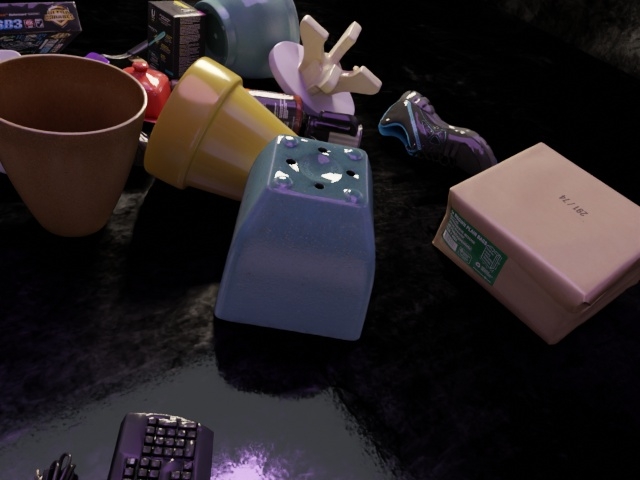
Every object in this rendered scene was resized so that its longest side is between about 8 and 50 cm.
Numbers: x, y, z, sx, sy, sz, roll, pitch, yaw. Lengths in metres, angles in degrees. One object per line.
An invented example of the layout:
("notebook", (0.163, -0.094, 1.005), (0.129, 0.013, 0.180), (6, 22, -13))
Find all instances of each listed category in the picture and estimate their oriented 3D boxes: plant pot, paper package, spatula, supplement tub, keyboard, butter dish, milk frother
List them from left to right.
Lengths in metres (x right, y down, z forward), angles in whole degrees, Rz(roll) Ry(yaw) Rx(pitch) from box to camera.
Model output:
("plant pot", (-0.413, -0.135, 0.864), (0.237, 0.254, 0.237), (10, 41, -9))
("keyboard", (-0.226, 0.332, 0.560), (0.202, 0.033, 0.317), (6, 40, -11))
("spatula", (-0.531, -0.498, 1.391), (0.084, 0.030, 0.296), (32, 52, 23))
("butter dish", (-0.427, -0.367, 1.239), (0.160, 0.118, 0.160), (12, 39, -6))
("plant pot", (-0.179, -0.190, 1.034), (0.239, 0.254, 0.254), (28, 39, -7))
("plant pot", (-0.226, -0.571, 1.417), (0.196, 0.293, 0.293), (-31, 58, -36))
("supplement tub", (-0.147, -0.315, 1.279), (0.198, 0.106, 0.106), (4, 41, -14))
("plant pot", (-0.022, -0.023, 0.854), (0.247, 0.252, 0.247), (11, 44, -6))
("milk frother", (0.026, -0.231, 1.260), (0.135, 0.129, 0.143), (10, 83, -6))
("paper package", (0.447, -0.006, 1.031), (0.309, 0.168, 0.325), (-25, 55, -26))

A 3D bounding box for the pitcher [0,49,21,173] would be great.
("pitcher", (-0.565, -0.212, 0.944), (0.126, 0.207, 0.177), (-8, 46, -26))

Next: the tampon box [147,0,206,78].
("tampon box", (-0.376, -0.527, 1.364), (0.120, 0.161, 0.101), (38, 43, 27))

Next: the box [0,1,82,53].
("box", (-0.737, -0.477, 1.197), (0.293, 0.073, 0.295), (-19, 18, -32))

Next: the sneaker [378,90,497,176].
("sneaker", (0.303, -0.246, 1.364), (0.140, 0.125, 0.341), (-41, 65, -15))

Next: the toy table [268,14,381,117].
("toy table", (0.019, -0.436, 1.338), (0.274, 0.161, 0.252), (25, 59, -28))

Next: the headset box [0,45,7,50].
("headset box", (-0.730, -0.282, 1.048), (0.218, 0.110, 0.293), (35, 43, 22))

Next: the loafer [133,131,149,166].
("loafer", (-0.420, -0.236, 1.118), (0.220, 0.080, 0.078), (35, 44, 22))

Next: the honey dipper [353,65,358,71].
("honey dipper", (0.109, -0.528, 1.671), (0.030, 0.030, 0.160), (16, 37, 1))

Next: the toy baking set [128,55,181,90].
("toy baking set", (-0.390, -0.458, 1.432), (0.256, 0.030, 0.196), (-3, 40, -21))
